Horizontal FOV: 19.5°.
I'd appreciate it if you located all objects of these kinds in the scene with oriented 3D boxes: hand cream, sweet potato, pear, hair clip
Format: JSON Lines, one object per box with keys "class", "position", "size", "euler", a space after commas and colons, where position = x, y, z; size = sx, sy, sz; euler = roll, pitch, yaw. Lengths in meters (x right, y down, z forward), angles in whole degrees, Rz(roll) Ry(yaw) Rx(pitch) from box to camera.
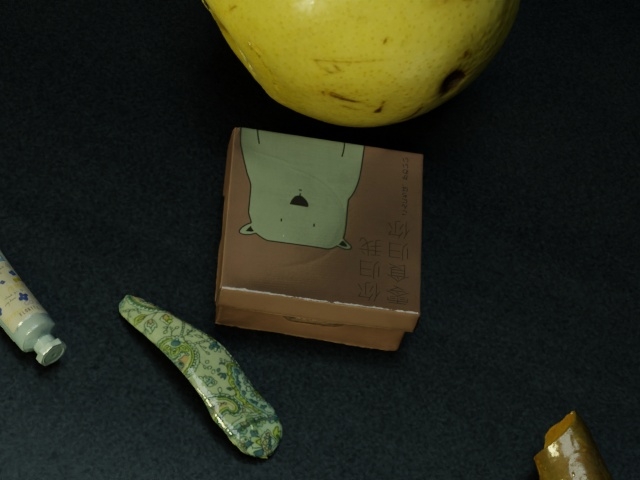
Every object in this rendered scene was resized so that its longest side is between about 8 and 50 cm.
{"class": "hand cream", "position": [-0.317, 0.057, 1.877], "size": [0.065, 0.043, 0.170], "euler": [-27, 60, -33]}
{"class": "sweet potato", "position": [0.271, 0.288, 1.828], "size": [0.077, 0.077, 0.243], "euler": [-12, 68, -19]}
{"class": "pear", "position": [0.040, -0.287, 2.012], "size": [0.348, 0.348, 0.348], "euler": [6, 55, -8]}
{"class": "hair clip", "position": [-0.121, 0.128, 1.872], "size": [0.229, 0.036, 0.066], "euler": [44, 52, 18]}

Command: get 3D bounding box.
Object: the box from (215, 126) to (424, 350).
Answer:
{"class": "box", "position": [0.000, 0.000, 1.956], "size": [0.215, 0.086, 0.215], "euler": [8, 55, -7]}
